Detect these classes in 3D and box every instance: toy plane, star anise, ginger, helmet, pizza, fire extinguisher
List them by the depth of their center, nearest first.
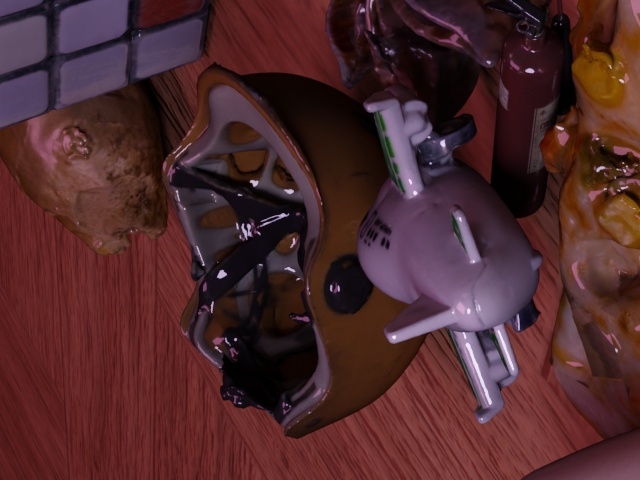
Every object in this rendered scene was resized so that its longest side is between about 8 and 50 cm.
[{"bbox_3d":[0.153,-0.007,0.764,0.189,0.071,0.297,50,151,43],"label":"pizza"},{"bbox_3d":[0.103,-0.067,0.848,0.173,0.049,0.035,84,163,-63],"label":"fire extinguisher"},{"bbox_3d":[0.059,0.006,0.872,0.174,0.080,0.174,-21,-90,-89],"label":"toy plane"},{"bbox_3d":[0.018,-0.169,0.932,0.262,0.081,0.230,44,157,27],"label":"star anise"},{"bbox_3d":[0.000,0.000,1.066,0.198,0.130,0.224,33,129,51],"label":"helmet"},{"bbox_3d":[-0.207,-0.163,1.507,0.236,0.166,0.376,41,-144,-51],"label":"ginger"}]

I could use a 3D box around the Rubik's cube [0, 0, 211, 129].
[{"bbox_3d":[-0.231,-0.249,1.233,0.256,0.259,0.253,60,159,25],"label":"Rubik's cube"}]

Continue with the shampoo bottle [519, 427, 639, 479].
[{"bbox_3d":[0.138,0.146,0.783,0.127,0.078,0.257,47,151,6],"label":"shampoo bottle"}]
